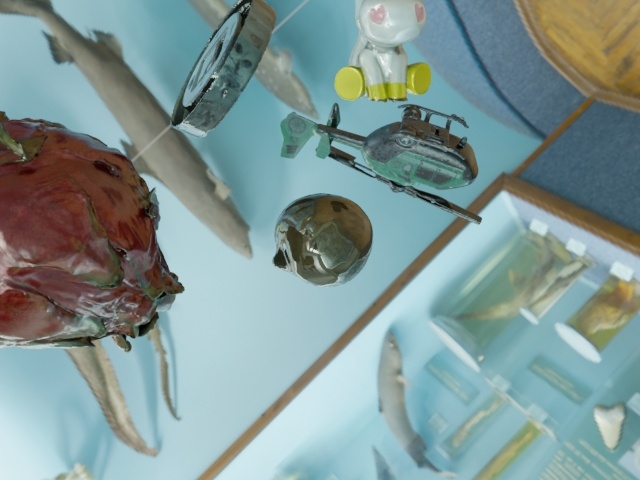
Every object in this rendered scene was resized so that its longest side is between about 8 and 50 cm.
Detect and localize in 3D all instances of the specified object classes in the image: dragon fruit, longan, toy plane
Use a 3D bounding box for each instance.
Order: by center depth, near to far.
[{"bbox_3d":[-0.274,-0.007,0.664,0.299,0.244,0.244,28,-178,-22],"label":"dragon fruit"},{"bbox_3d":[0.000,0.000,0.704,0.113,0.113,0.092,43,170,27],"label":"longan"},{"bbox_3d":[0.116,-0.148,1.124,0.382,0.106,0.155,17,133,-1],"label":"toy plane"}]

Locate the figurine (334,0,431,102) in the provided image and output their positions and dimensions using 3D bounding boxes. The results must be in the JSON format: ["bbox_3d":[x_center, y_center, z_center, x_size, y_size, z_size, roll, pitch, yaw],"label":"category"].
[{"bbox_3d":[0.064,-0.234,0.714,0.178,0.109,0.129,85,180,-45],"label":"figurine"}]

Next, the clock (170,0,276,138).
[{"bbox_3d":[-0.136,-0.240,0.919,0.042,0.214,0.215,29,-178,-25],"label":"clock"}]
